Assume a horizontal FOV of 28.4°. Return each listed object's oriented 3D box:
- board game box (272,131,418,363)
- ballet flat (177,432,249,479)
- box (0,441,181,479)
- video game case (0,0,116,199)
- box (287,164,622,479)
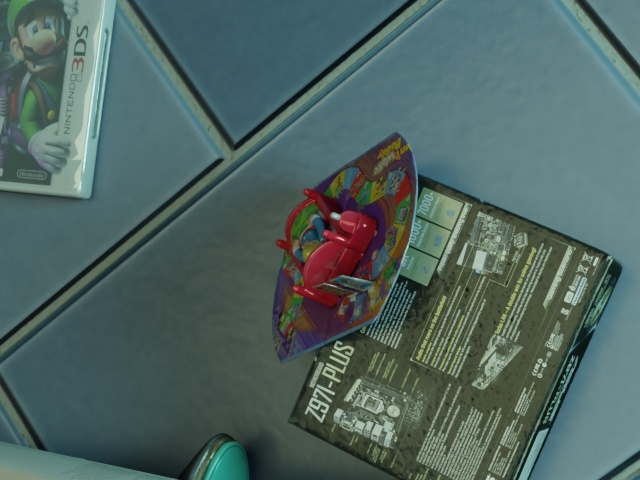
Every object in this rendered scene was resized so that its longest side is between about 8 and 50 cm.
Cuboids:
[{"bbox_3d":[0.000,0.000,0.804,0.168,0.033,0.133,-30,45,53],"label":"board game box"},{"bbox_3d":[-0.093,0.229,0.856,0.074,0.074,0.203,4,92,19],"label":"ballet flat"},{"bbox_3d":[-0.126,0.264,0.808,0.322,0.058,0.232,4,96,37],"label":"box"},{"bbox_3d":[-0.251,-0.125,0.963,0.190,0.022,0.173,6,87,19],"label":"video game case"},{"bbox_3d":[0.086,0.065,0.803,0.147,0.077,0.180,23,93,19],"label":"box"}]
